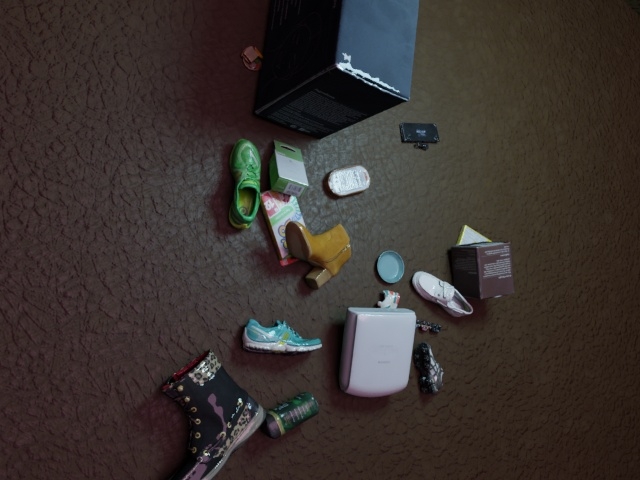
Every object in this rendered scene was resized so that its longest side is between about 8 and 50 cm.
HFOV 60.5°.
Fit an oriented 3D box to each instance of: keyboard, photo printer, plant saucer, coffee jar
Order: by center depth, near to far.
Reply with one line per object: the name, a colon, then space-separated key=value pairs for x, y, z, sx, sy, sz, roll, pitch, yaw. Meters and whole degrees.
coffee jar: x=-0.103 y=0.560 z=1.757 sx=0.184 sy=0.096 sz=0.079 roll=-23 pitch=91 yaw=-29
photo printer: x=0.194 y=0.390 z=1.899 sx=0.255 sy=0.107 sz=0.308 roll=5 pitch=96 yaw=-23
plant saucer: x=0.258 y=0.099 z=2.053 sx=0.119 sy=0.021 sz=0.120 roll=5 pitch=80 yaw=-27
keyboard: x=0.401 y=-0.417 z=2.200 sx=0.180 sy=0.023 sz=0.108 roll=-5 pitch=79 yaw=-27

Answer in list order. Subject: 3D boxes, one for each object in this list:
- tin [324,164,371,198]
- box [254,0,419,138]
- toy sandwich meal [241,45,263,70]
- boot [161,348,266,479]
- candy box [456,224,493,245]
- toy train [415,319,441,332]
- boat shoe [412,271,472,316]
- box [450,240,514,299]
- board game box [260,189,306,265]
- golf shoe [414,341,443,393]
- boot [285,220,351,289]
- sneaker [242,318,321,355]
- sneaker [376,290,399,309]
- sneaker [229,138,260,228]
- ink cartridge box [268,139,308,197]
tin: x=0.102 y=-0.216 z=2.008 sx=0.189 sy=0.040 sz=0.106 roll=-17 pitch=95 yaw=-29
box: x=0.049 y=-0.645 z=1.780 sx=0.297 sy=0.471 sz=0.481 roll=14 pitch=77 yaw=-31
toy sandwich meal: x=-0.231 y=-0.629 z=1.894 sx=0.085 sy=0.029 sz=0.086 roll=4 pitch=81 yaw=-27
boot: x=-0.366 y=0.531 z=1.600 sx=0.377 sy=0.138 sz=0.284 roll=-39 pitch=102 yaw=-30
candy box: x=0.650 y=0.029 z=2.264 sx=0.205 sy=0.027 sz=0.105 roll=29 pitch=71 yaw=-21
toy train: x=0.394 y=0.326 z=2.091 sx=0.158 sy=0.027 sz=0.036 roll=15 pitch=87 yaw=-26
boat shoe: x=0.477 y=0.202 z=2.110 sx=0.277 sy=0.096 sz=0.098 roll=32 pitch=70 yaw=-20
box: x=0.631 y=0.112 z=2.145 sx=0.168 sy=0.167 sz=0.203 roll=-6 pitch=93 yaw=-24
board game box: x=-0.116 y=-0.052 z=1.866 sx=0.124 sy=0.039 sz=0.260 roll=-22 pitch=100 yaw=-29
golf shoe: x=0.410 y=0.471 z=2.059 sx=0.093 sy=0.077 sz=0.198 roll=-10 pitch=95 yaw=-39
boot: x=0.001 y=0.001 z=1.857 sx=0.211 sy=0.104 sz=0.295 roll=-47 pitch=132 yaw=-32
sneaker: x=-0.118 y=0.315 z=1.785 sx=0.275 sy=0.107 sz=0.110 roll=12 pitch=68 yaw=-26
sneaker: x=0.235 y=0.259 z=2.008 sx=0.075 sy=0.057 sz=0.162 roll=19 pitch=76 yaw=-6
sneaker: x=-0.232 y=-0.186 z=1.778 sx=0.109 sy=0.123 sz=0.296 roll=4 pitch=80 yaw=-27
ink cartridge box: x=-0.114 y=-0.243 z=1.859 sx=0.108 sy=0.062 sz=0.209 roll=15 pitch=39 yaw=-25
